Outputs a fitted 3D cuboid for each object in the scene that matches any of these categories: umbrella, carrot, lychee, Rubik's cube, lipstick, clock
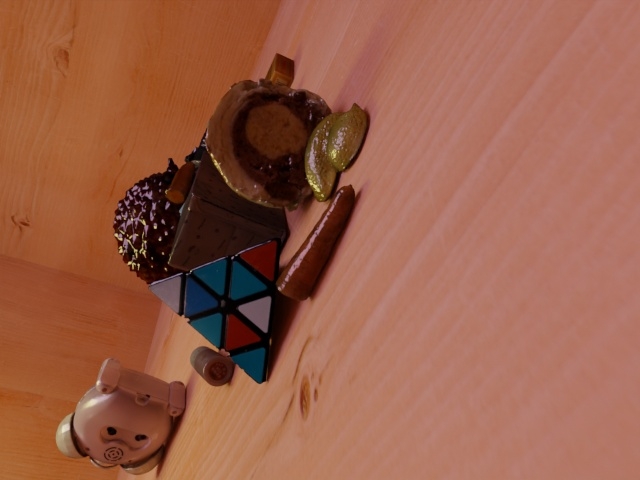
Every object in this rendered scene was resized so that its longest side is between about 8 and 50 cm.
[{"bbox_3d":[-0.490,-0.393,2.053,0.106,0.113,0.357,105,-177,-71],"label":"umbrella"},{"bbox_3d":[-0.338,-0.149,1.176,0.048,0.048,0.139,-55,21,39],"label":"carrot"},{"bbox_3d":[-0.516,-0.067,1.720,0.424,0.425,0.499,145,127,-60],"label":"lychee"},{"bbox_3d":[-0.196,0.077,0.876,0.250,0.234,0.284,105,170,-49],"label":"Rubik's cube"},{"bbox_3d":[-0.281,0.314,1.220,0.254,0.070,0.070,-16,56,67],"label":"lipstick"},{"bbox_3d":[0.000,0.000,0.780,0.209,0.061,0.061,-60,21,18],"label":"carrot"},{"bbox_3d":[-0.635,0.586,1.555,0.325,0.342,0.184,-57,16,12],"label":"clock"}]

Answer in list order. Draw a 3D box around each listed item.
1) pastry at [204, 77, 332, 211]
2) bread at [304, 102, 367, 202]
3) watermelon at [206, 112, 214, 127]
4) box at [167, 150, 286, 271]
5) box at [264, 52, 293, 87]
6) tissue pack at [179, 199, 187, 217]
[{"bbox_3d":[-0.108,-0.196,1.016,0.170,0.237,0.256,113,173,-85],"label":"pastry"},{"bbox_3d":[0.019,-0.163,0.870,0.149,0.065,0.187,23,91,66],"label":"bread"},{"bbox_3d":[-0.282,-0.518,1.999,0.290,0.213,0.320,-14,9,31],"label":"watermelon"},{"bbox_3d":[-0.222,-0.052,1.174,0.190,0.225,0.297,-62,19,23],"label":"box"},{"bbox_3d":[-0.188,-0.528,1.778,0.274,0.076,0.174,-57,22,35],"label":"box"},{"bbox_3d":[-0.253,-0.135,1.353,0.263,0.177,0.089,-53,33,13],"label":"tissue pack"}]
